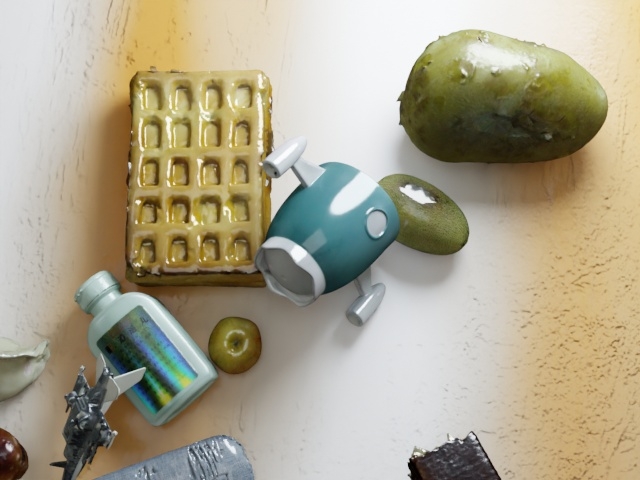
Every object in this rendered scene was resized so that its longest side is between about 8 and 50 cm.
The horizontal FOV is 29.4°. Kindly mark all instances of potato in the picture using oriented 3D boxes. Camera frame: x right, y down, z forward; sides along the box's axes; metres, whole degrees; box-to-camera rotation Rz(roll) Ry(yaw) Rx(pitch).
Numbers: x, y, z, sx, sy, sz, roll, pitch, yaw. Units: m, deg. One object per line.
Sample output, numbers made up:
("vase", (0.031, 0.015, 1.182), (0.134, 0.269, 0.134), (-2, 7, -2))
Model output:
("potato", (0.268, -0.208, 1.791), (0.307, 0.210, 0.173), (6, 36, -6))

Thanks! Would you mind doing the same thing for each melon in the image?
("melon", (0.146, -0.036, 1.800), (0.162, 0.099, 0.099), (31, 80, 5))

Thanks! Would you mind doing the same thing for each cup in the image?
("cup", (0.000, 0.000, 1.731), (0.173, 0.167, 0.300), (-46, 120, -33))

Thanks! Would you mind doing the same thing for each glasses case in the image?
("glasses case", (-0.232, 0.364, 1.731), (0.282, 0.067, 0.109), (-19, 76, -5))

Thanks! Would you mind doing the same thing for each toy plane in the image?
("toy plane", (-0.335, 0.262, 1.712), (0.234, 0.082, 0.160), (-56, 40, 13))

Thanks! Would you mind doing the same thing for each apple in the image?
("apple", (-0.125, 0.152, 1.773), (0.084, 0.071, 0.084), (0, 78, 1))

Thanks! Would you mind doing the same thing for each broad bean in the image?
("broad bean", (-0.502, 0.319, 1.731), (0.165, 0.084, 0.114), (-20, 43, -4))

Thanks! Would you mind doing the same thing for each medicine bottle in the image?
("medicine bottle", (-0.264, 0.148, 1.767), (0.121, 0.083, 0.229), (-42, 82, 2))

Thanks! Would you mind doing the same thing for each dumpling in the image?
("dumpling", (-0.480, 0.182, 1.735), (0.169, 0.134, 0.100), (3, 79, 4))

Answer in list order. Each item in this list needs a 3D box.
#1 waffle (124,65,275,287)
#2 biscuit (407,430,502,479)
("waffle", (-0.179, -0.094, 1.816), (0.224, 0.098, 0.328), (0, 76, -1))
("biscuit", (0.217, 0.386, 1.687), (0.106, 0.070, 0.252), (-23, 62, -12))
